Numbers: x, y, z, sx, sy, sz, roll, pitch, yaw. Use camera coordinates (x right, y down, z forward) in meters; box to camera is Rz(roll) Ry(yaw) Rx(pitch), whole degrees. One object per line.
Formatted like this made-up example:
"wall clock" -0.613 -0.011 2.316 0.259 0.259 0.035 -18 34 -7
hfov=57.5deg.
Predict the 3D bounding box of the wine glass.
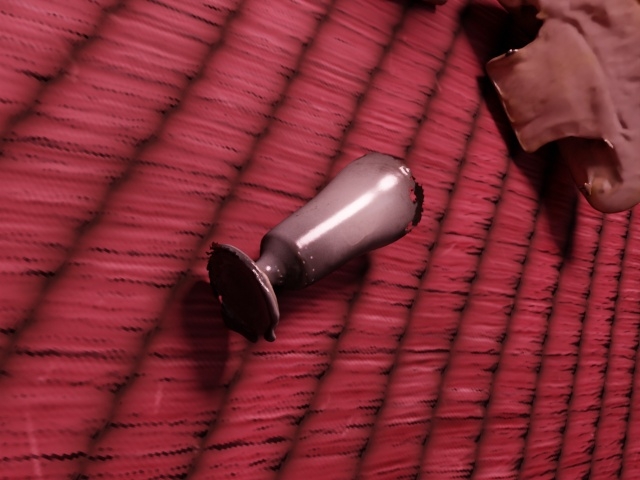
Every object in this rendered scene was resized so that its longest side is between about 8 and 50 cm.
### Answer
"wine glass" 0.000 0.000 0.394 0.155 0.072 0.072 -34 103 -37

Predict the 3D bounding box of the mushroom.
"mushroom" 0.271 -0.177 0.620 0.285 0.156 0.151 63 24 -12

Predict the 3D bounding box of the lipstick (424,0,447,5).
"lipstick" 0.082 -0.232 0.533 0.094 0.019 0.018 -6 86 -39
